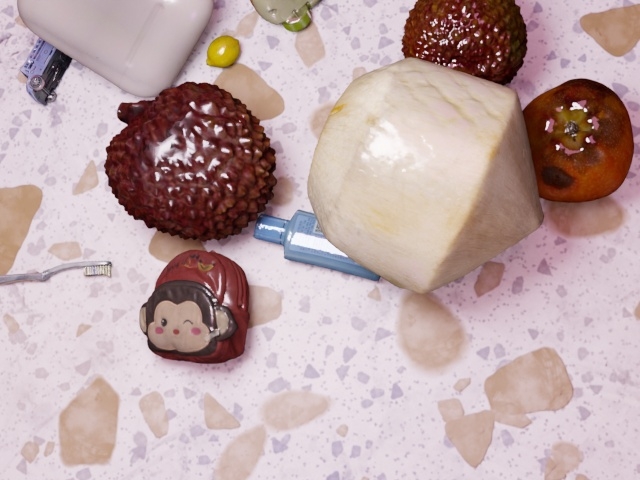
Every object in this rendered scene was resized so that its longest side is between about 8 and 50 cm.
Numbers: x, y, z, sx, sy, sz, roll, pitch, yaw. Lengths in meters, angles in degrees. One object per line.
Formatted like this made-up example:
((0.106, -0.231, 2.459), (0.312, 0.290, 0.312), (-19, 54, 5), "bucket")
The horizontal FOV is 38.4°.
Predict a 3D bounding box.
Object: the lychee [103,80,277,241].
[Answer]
((-0.244, -0.148, 1.719), (0.330, 0.306, 0.306), (44, 86, -11), "lychee")

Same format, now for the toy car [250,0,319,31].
((-0.074, -0.566, 1.876), (0.235, 0.145, 0.235), (-10, 61, 19), "toy car")

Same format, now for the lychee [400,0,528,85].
((0.273, -0.388, 1.732), (0.235, 0.236, 0.271), (10, 60, 10), "lychee")

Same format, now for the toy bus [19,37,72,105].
((-0.569, -0.370, 1.918), (0.076, 0.073, 0.167), (23, 78, 15), "toy bus")

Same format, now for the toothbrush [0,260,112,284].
((-0.600, 0.073, 1.845), (0.375, 0.028, 0.037), (-6, 84, 6), "toothbrush")

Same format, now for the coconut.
((0.193, -0.106, 1.597), (0.415, 0.344, 0.416), (1, 96, 10), "coconut")

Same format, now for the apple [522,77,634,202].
((0.456, -0.183, 1.663), (0.229, 0.230, 0.230), (-2, 77, 7), "apple")

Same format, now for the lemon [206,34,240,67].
((-0.200, -0.384, 1.875), (0.083, 0.062, 0.062), (-35, 75, 3), "lemon")

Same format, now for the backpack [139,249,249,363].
((-0.226, 0.123, 1.732), (0.229, 0.139, 0.229), (-6, 77, 26), "backpack")

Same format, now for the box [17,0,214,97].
((-0.403, -0.467, 1.806), (0.349, 0.141, 0.289), (31, 113, -9), "box")

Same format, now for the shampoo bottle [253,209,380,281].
((0.000, 0.000, 1.761), (0.258, 0.061, 0.104), (14, 76, 10), "shampoo bottle")
